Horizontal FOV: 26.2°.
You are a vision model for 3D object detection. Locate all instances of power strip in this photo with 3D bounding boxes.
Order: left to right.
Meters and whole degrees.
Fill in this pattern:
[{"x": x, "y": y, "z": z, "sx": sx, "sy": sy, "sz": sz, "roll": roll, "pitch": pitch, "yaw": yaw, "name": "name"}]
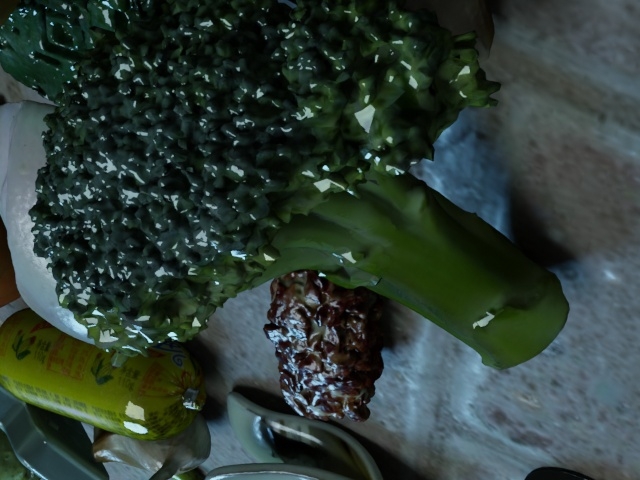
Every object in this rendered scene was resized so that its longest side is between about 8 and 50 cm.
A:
[{"x": -0.374, "y": 0.221, "z": 1.754, "sx": 0.193, "sy": 0.059, "sz": 0.265, "roll": 43, "pitch": 177, "yaw": -27, "name": "power strip"}]

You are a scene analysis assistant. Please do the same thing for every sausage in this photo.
[{"x": -0.262, "y": 0.151, "z": 1.600, "sx": 0.347, "sy": 0.123, "sz": 0.123, "roll": 9, "pitch": 138, "yaw": 39, "name": "sausage"}]

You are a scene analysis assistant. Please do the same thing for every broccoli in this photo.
[{"x": -0.030, "y": -0.010, "z": 1.000, "sx": 0.353, "sy": 0.275, "sz": 0.397, "roll": 18, "pitch": 171, "yaw": 30, "name": "broccoli"}]

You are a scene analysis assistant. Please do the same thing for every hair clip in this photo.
[{"x": -0.005, "y": 0.274, "z": 1.519, "sx": 0.282, "sy": 0.113, "sz": 0.172, "roll": 25, "pitch": 147, "yaw": 13, "name": "hair clip"}]

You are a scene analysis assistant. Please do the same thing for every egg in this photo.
[{"x": -0.192, "y": 0.009, "z": 1.245, "sx": 0.206, "sy": 0.162, "sz": 0.271, "roll": 10, "pitch": 161, "yaw": 21, "name": "egg"}]

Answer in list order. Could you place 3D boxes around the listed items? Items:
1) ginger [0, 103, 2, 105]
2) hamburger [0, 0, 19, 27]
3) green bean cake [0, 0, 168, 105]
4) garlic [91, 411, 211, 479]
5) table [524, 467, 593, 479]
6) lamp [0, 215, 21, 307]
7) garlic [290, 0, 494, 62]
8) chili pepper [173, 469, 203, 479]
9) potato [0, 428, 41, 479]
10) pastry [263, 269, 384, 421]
[{"x": -0.319, "y": -0.104, "z": 1.425, "sx": 0.048, "sy": 0.030, "sz": 0.097, "roll": 52, "pitch": 158, "yaw": 39, "name": "ginger"}, {"x": -0.396, "y": -0.240, "z": 1.007, "sx": 0.395, "sy": 0.396, "sz": 0.277, "roll": 21, "pitch": 143, "yaw": 28, "name": "hamburger"}, {"x": -0.178, "y": -0.186, "z": 1.100, "sx": 0.208, "sy": 0.107, "sz": 0.193, "roll": 26, "pitch": 147, "yaw": 24, "name": "green bean cake"}, {"x": -0.190, "y": 0.243, "z": 1.624, "sx": 0.198, "sy": 0.128, "sz": 0.091, "roll": 20, "pitch": 132, "yaw": 61, "name": "garlic"}, {"x": 0.242, "y": 0.276, "z": 1.307, "sx": 0.133, "sy": 0.043, "sz": 0.133, "roll": 28, "pitch": 147, "yaw": 20, "name": "table"}, {"x": -0.404, "y": -0.002, "z": 1.483, "sx": 0.223, "sy": 0.197, "sz": 0.223, "roll": 1, "pitch": 164, "yaw": 0, "name": "lamp"}, {"x": 0.023, "y": -0.184, "z": 0.914, "sx": 0.195, "sy": 0.087, "sz": 0.101, "roll": 23, "pitch": 158, "yaw": 20, "name": "garlic"}, {"x": -0.206, "y": 0.275, "z": 1.787, "sx": 0.049, "sy": 0.043, "sz": 0.208, "roll": -25, "pitch": 120, "yaw": 29, "name": "chili pepper"}, {"x": -0.537, "y": 0.281, "z": 2.012, "sx": 0.307, "sy": 0.173, "sz": 0.210, "roll": 38, "pitch": 151, "yaw": 6, "name": "potato"}, {"x": 0.003, "y": 0.083, "z": 1.267, "sx": 0.115, "sy": 0.097, "sz": 0.208, "roll": 16, "pitch": 141, "yaw": 17, "name": "pastry"}]
